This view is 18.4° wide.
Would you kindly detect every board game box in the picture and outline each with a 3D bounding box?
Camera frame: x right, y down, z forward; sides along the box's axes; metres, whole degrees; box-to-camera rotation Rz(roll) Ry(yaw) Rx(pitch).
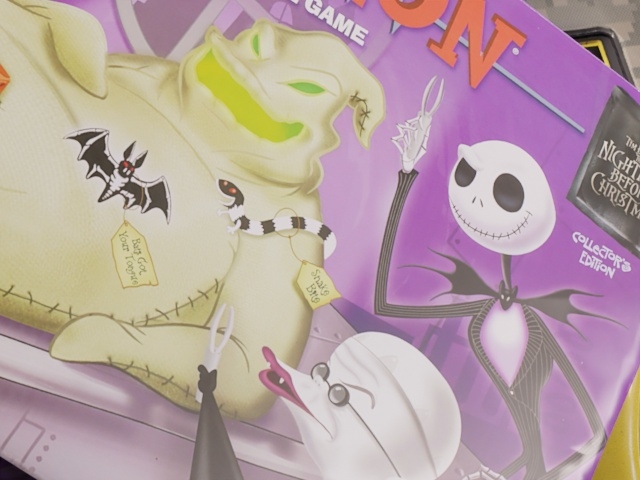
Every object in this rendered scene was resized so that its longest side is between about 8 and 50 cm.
[{"bbox_3d":[-0.061,-0.035,0.535,0.347,0.056,0.208,34,59,-15],"label":"board game box"}]

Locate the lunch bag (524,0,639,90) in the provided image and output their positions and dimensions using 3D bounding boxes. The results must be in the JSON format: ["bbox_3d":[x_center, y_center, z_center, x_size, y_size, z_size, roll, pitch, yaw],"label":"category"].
[{"bbox_3d":[0.146,-0.084,0.815,0.287,0.235,0.169,22,71,-53],"label":"lunch bag"}]

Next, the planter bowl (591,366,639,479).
[{"bbox_3d":[0.223,0.081,1.097,0.217,0.090,0.217,-15,109,-54],"label":"planter bowl"}]
